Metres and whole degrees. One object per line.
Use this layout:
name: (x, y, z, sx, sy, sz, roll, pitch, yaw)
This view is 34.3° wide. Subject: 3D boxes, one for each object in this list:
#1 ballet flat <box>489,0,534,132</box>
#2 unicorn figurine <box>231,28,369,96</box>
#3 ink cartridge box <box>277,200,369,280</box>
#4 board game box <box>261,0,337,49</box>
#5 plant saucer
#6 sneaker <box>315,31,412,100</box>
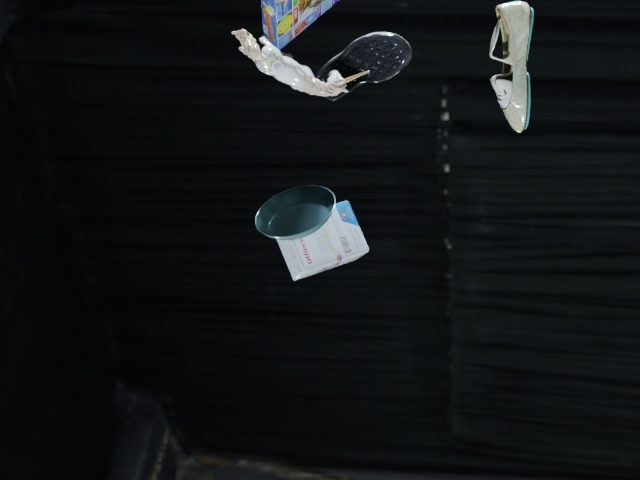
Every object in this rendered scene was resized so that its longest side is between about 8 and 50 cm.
ballet flat: (0.243, -0.224, 1.344, 0.057, 0.052, 0.168, -134, 43, -77)
unicorn figurine: (-0.036, -0.225, 1.361, 0.111, 0.161, 0.060, 46, 123, 53)
ink cartridge box: (0.000, 0.000, 1.609, 0.052, 0.122, 0.089, -37, 73, 57)
board game box: (-0.025, -0.369, 1.486, 0.136, 0.035, 0.201, -42, -13, -13)
plant saucer: (-0.033, -0.035, 1.468, 0.119, 0.119, 0.021, -74, -28, -49)
sneaker: (0.082, -0.321, 1.822, 0.097, 0.234, 0.084, -41, -73, -37)
